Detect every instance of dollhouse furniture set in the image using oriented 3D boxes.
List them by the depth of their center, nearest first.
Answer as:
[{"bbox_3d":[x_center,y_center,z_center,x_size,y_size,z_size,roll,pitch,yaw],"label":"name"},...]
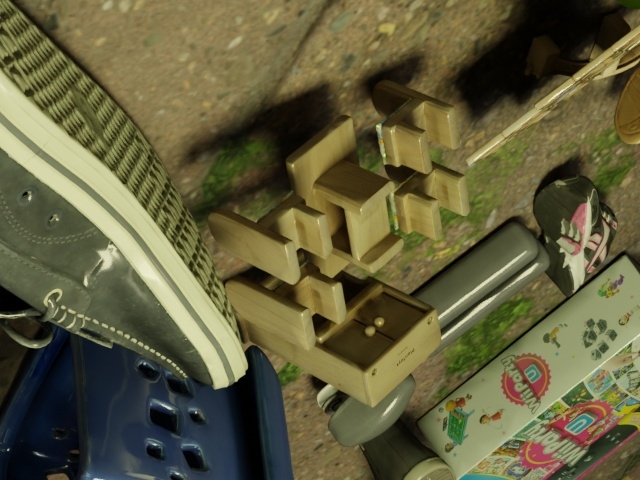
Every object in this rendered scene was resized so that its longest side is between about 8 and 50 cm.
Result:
[{"bbox_3d":[0.000,0.000,1.649,0.212,0.161,0.242,-40,138,-30],"label":"dollhouse furniture set"}]

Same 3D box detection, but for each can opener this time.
[{"bbox_3d":[0.119,0.102,1.934,0.283,0.095,0.076,-38,149,8],"label":"can opener"}]

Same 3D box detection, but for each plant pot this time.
[{"bbox_3d":[-0.153,0.208,1.648,0.212,0.236,0.236,15,128,-21],"label":"plant pot"}]

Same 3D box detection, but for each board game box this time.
[{"bbox_3d":[0.290,0.171,2.181,0.303,0.097,0.224,-40,147,13],"label":"board game box"}]

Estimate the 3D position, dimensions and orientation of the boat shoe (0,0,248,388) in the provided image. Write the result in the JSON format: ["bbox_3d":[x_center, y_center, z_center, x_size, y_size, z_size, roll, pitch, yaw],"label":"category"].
[{"bbox_3d":[-0.201,-0.018,1.420,0.156,0.187,0.500,-30,145,8],"label":"boat shoe"}]

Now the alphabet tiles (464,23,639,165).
[{"bbox_3d":[0.227,-0.140,1.645,0.237,0.009,0.198,-38,177,14],"label":"alphabet tiles"}]

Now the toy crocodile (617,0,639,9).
[{"bbox_3d":[0.276,-0.329,1.485,0.115,0.105,0.340,-14,143,-28],"label":"toy crocodile"}]

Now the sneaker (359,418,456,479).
[{"bbox_3d":[0.102,0.276,2.122,0.083,0.118,0.222,-27,140,-16],"label":"sneaker"}]

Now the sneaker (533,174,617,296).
[{"bbox_3d":[0.264,-0.020,1.940,0.077,0.072,0.178,-37,158,-17],"label":"sneaker"}]

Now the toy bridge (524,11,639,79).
[{"bbox_3d":[0.264,-0.177,1.752,0.188,0.026,0.063,-18,146,-25],"label":"toy bridge"}]

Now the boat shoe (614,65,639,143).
[{"bbox_3d":[0.337,-0.154,1.766,0.059,0.063,0.170,3,136,-39],"label":"boat shoe"}]
